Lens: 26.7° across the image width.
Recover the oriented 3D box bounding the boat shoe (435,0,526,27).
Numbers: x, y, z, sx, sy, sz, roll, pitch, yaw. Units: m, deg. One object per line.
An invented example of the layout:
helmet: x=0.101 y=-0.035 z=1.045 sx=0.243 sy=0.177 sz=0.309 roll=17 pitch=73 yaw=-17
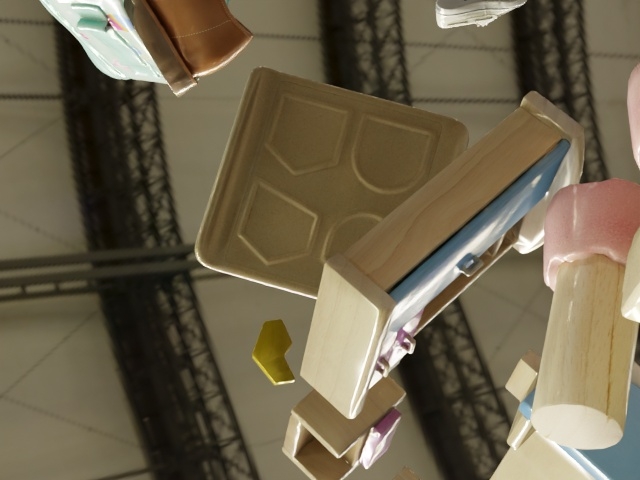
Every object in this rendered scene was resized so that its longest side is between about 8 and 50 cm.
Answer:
boat shoe: x=0.170 y=-0.244 z=1.427 sx=0.100 sy=0.035 sz=0.035 roll=-13 pitch=-133 yaw=-10

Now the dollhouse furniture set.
dollhouse furniture set: x=0.162 y=0.115 z=0.862 sx=0.303 sy=0.286 sz=0.198 roll=41 pitch=-120 yaw=18

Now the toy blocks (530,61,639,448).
toy blocks: x=0.271 y=-0.052 z=0.567 sx=0.288 sy=0.309 sz=0.260 roll=17 pitch=-124 yaw=1

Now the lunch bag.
lunch bag: x=-0.165 y=-0.269 z=1.228 sx=0.279 sy=0.107 sz=0.224 roll=51 pitch=-125 yaw=-69

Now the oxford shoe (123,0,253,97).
oxford shoe: x=-0.108 y=-0.192 z=0.820 sx=0.212 sy=0.076 sz=0.076 roll=59 pitch=-179 yaw=-36

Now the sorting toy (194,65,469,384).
sorting toy: x=0.000 y=0.000 z=1.314 sx=0.229 sy=0.041 sz=0.307 roll=17 pitch=-103 yaw=0
